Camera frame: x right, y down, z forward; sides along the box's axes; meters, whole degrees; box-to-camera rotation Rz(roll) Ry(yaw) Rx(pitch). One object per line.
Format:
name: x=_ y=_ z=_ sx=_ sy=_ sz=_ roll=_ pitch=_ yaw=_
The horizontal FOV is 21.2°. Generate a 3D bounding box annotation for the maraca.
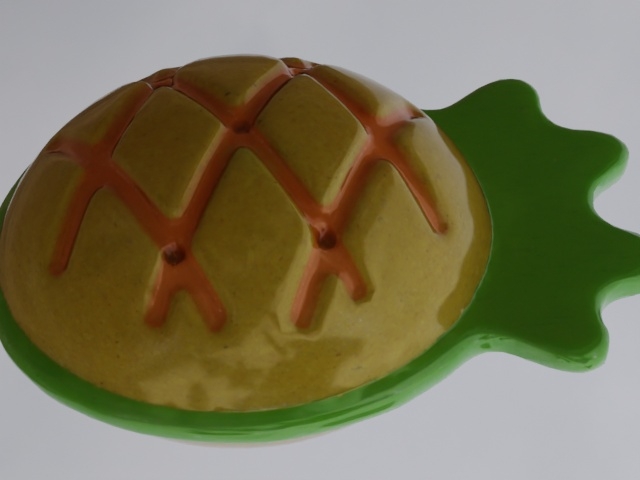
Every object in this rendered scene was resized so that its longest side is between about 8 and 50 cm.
maraca: x=0.000 y=0.000 z=0.476 sx=0.185 sy=0.099 sz=0.127 roll=-6 pitch=-127 yaw=-4
